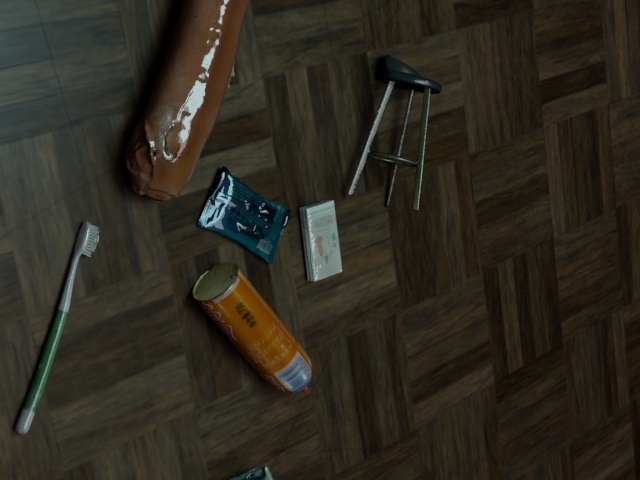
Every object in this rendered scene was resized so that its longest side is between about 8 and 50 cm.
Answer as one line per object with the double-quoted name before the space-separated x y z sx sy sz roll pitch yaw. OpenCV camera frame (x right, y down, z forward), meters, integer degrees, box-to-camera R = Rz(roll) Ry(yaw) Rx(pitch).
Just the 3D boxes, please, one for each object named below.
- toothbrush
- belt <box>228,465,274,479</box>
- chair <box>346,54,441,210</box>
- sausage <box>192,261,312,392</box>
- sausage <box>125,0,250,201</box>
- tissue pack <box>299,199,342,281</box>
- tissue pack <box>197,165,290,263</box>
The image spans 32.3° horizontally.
"toothbrush" -0.307 0.101 1.287 0.024 0.018 0.257 28 76 -48
"belt" -0.114 0.384 1.425 0.163 0.147 0.082 -24 118 -8
"chair" 0.119 -0.156 1.595 0.104 0.095 0.221 13 86 -55
"sausage" -0.078 0.130 1.469 0.071 0.071 0.234 -53 126 -24
"sausage" -0.142 -0.248 1.343 0.094 0.094 0.419 80 27 -81
"tissue pack" 0.000 0.000 1.554 0.056 0.023 0.108 -17 107 -41
"tissue pack" -0.095 -0.032 1.462 0.138 0.028 0.085 29 76 -38
